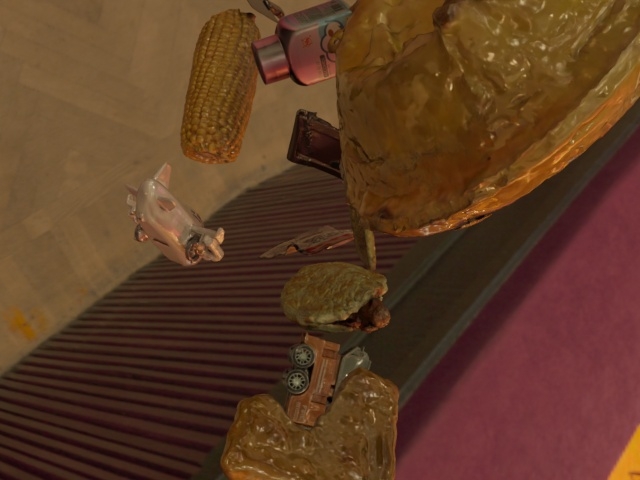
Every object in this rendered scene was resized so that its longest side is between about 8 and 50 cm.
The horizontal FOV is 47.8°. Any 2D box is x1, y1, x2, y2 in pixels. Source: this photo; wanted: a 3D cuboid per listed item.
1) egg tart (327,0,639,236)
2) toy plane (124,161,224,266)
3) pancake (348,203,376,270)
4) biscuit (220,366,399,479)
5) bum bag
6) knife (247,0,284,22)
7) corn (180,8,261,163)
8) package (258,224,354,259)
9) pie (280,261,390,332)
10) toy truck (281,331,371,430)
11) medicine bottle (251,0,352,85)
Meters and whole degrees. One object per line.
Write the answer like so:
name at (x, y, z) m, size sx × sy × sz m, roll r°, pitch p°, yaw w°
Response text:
egg tart at (0.093, -0.134, 0.490) m, size 0.115 × 0.290 × 0.290 m, roll 36°, pitch 62°, yaw -24°
toy plane at (-0.299, -0.038, 1.453) m, size 0.252 × 0.252 × 0.118 m, roll 48°, pitch 61°, yaw -28°
pancake at (0.052, -0.013, 0.903) m, size 0.017 × 0.108 × 0.108 m, roll -14°, pitch 96°, yaw -7°
biscuit at (-0.004, 0.187, 0.718) m, size 0.184 × 0.039 × 0.174 m, roll 23°, pitch 44°, yaw -16°
bum bag at (0.027, -0.142, 1.149) m, size 0.160 × 0.109 × 0.026 m, roll 22°, pitch 53°, yaw 1°
knife at (-0.119, -0.505, 1.579) m, size 0.072 × 0.019 × 0.245 m, roll 56°, pitch 18°, yaw 4°
corn at (-0.198, -0.307, 1.443) m, size 0.144 × 0.144 × 0.387 m, roll 32°, pitch 52°, yaw -36°
package at (0.000, 0.000, 1.189) m, size 0.154 × 0.239 × 0.030 m, roll -19°, pitch 95°, yaw -23°
pie at (0.033, 0.127, 1.714) m, size 0.274 × 0.257 × 0.105 m, roll -83°, pitch 170°, yaw -65°
toy truck at (-0.008, 0.384, 1.606) m, size 0.185 × 0.133 × 0.338 m, roll 14°, pitch 81°, yaw -3°
medicine bottle at (-0.024, -0.348, 1.306) m, size 0.188 × 0.094 × 0.119 m, roll -20°, pitch 129°, yaw -6°
